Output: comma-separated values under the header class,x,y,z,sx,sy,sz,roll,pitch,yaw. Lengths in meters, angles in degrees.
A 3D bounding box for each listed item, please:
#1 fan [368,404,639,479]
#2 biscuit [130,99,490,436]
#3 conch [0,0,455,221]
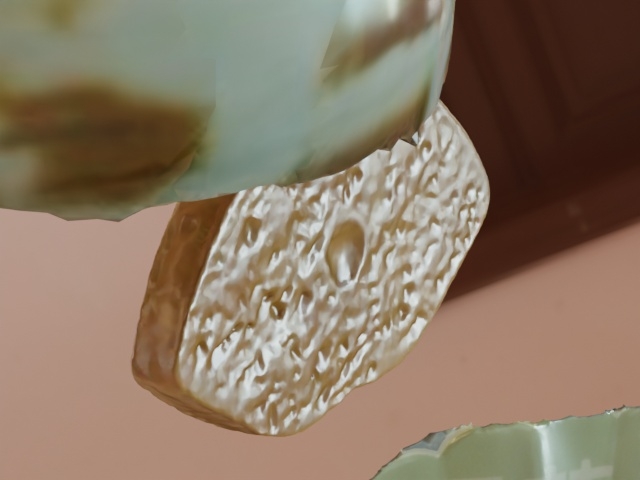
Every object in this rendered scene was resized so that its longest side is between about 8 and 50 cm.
class,x,y,z,sx,sy,sz,roll,pitch,yaw
fan,0.058,0.105,0.484,0.240,0.131,0.009,-6,-170,-23
biscuit,0.000,0.000,0.790,0.029,0.142,0.220,13,-150,34
conch,-0.125,-0.115,0.472,0.368,0.197,0.249,-18,-128,-27
